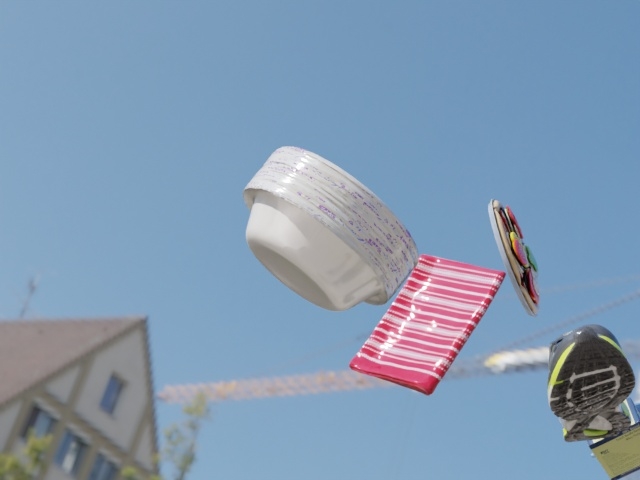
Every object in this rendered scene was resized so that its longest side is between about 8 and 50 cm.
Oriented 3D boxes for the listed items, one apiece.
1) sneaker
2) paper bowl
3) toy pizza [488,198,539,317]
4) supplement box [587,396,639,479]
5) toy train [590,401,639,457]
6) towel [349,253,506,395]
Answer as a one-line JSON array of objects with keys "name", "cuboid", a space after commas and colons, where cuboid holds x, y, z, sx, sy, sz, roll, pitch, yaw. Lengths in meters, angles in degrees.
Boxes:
[{"name": "sneaker", "cuboid": [0.326, 0.162, 1.696, 0.111, 0.121, 0.300, -16, -26, 2]}, {"name": "paper bowl", "cuboid": [0.000, 0.000, 2.072, 0.284, 0.148, 0.284, 34, -16, 11]}, {"name": "toy pizza", "cuboid": [0.315, 0.025, 2.139, 0.032, 0.201, 0.201, -21, -41, 14]}, {"name": "supplement box", "cuboid": [0.434, 0.287, 1.941, 0.083, 0.056, 0.083, -29, -61, 14]}, {"name": "toy train", "cuboid": [0.475, 0.290, 2.098, 0.105, 0.080, 0.184, -22, -13, 24]}, {"name": "towel", "cuboid": [0.189, 0.145, 2.413, 0.199, 0.275, 0.031, 14, -30, 44]}]
